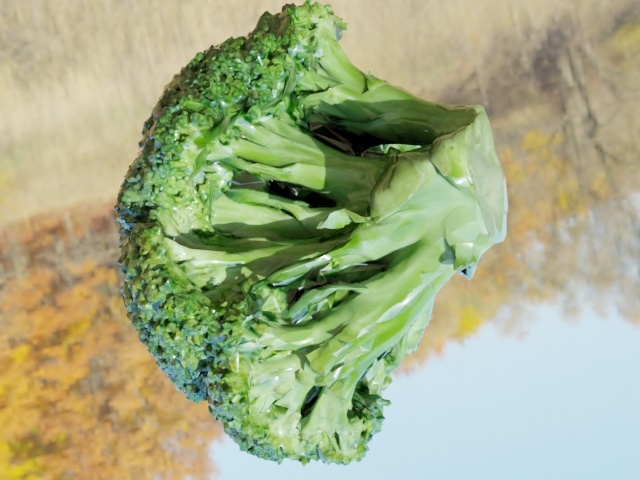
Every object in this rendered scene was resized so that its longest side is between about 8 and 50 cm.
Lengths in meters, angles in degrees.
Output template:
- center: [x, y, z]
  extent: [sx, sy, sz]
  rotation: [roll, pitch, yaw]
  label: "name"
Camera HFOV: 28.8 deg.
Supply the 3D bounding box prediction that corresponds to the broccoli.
- center: [0.000, 0.000, 0.755]
  extent: [0.241, 0.261, 0.269]
  rotation: [-17, -156, 28]
  label: "broccoli"
